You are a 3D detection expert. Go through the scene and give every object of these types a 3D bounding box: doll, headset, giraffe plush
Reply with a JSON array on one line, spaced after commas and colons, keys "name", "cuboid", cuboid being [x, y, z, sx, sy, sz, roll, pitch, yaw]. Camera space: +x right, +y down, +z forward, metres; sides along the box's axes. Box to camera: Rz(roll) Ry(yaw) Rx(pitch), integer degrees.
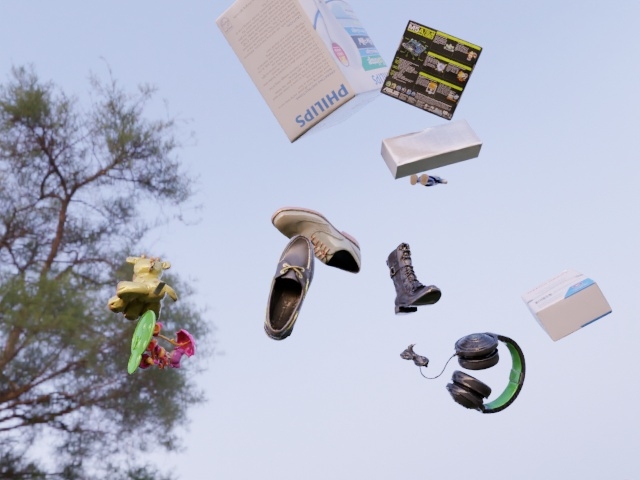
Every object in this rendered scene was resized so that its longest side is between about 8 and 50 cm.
[{"name": "doll", "cuboid": [0.384, -0.211, 2.029, 0.129, 0.046, 0.189, 5, 7, 29]}, {"name": "headset", "cuboid": [0.445, 0.389, 1.761, 0.394, 0.243, 0.185, 13, -2, -26]}, {"name": "giraffe plush", "cuboid": [-0.550, 0.130, 1.802, 0.210, 0.170, 0.181, -36, -47, 19]}]

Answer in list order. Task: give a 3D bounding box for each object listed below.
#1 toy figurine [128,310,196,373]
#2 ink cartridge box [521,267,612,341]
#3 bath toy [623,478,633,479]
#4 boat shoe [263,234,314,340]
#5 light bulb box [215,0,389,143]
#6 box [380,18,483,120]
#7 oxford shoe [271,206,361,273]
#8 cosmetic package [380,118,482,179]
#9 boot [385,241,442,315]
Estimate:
[{"name": "toy figurine", "cuboid": [-0.420, 0.297, 1.576, 0.159, 0.173, 0.130, 24, -22, -32]}, {"name": "ink cartridge box", "cuboid": [0.583, 0.150, 1.385, 0.148, 0.085, 0.203, -32, -1, 12]}, {"name": "bath toy", "cuboid": [0.538, 0.446, 0.904, 0.129, 0.151, 0.348, 19, -33, -6]}, {"name": "boat shoe", "cuboid": [-0.059, 0.089, 1.167, 0.081, 0.227, 0.068, 14, -18, -1]}, {"name": "light bulb box", "cuboid": [-0.022, -0.494, 1.537, 0.225, 0.361, 0.358, -30, 5, 31]}, {"name": "box", "cuboid": [0.265, -0.408, 1.388, 0.191, 0.045, 0.184, 24, -75, 9]}, {"name": "oxford shoe", "cuboid": [0.000, 0.000, 2.124, 0.397, 0.146, 0.140, 24, -62, -24]}, {"name": "cosmetic package", "cuboid": [0.283, -0.235, 1.482, 0.239, 0.098, 0.060, -15, -35, -12]}, {"name": "boot", "cuboid": [0.288, 0.113, 1.888, 0.091, 0.228, 0.263, 2, -21, -24]}]
